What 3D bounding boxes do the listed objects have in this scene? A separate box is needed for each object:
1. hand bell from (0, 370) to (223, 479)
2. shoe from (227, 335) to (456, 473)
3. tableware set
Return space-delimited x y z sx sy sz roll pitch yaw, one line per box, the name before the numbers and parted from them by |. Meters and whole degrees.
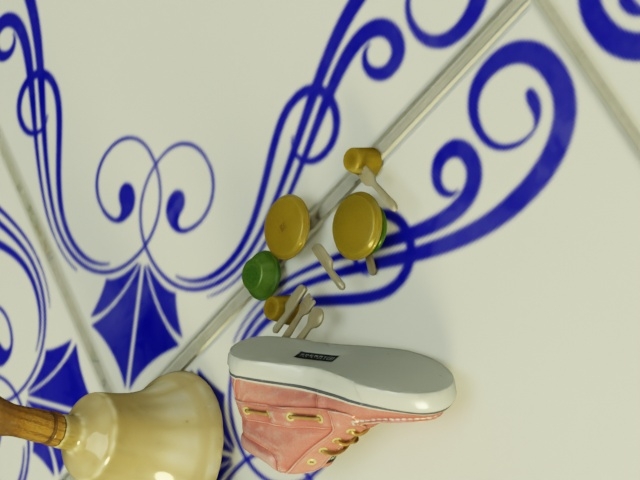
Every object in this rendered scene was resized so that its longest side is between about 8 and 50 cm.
hand bell | -0.201 0.135 1.193 0.126 0.242 0.126 -19 64 43
shoe | 0.016 0.118 1.132 0.178 0.063 0.081 6 111 33
tableware set | 0.000 0.000 1.182 0.154 0.024 0.104 -57 49 25
